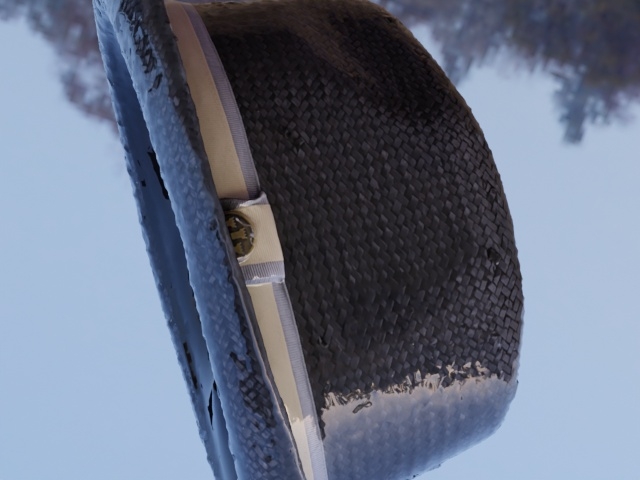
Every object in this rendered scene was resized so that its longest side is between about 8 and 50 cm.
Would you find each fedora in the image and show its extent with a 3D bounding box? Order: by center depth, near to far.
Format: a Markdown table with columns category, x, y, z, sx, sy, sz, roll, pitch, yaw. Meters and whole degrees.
| category | x | y | z | sx | sy | sz | roll | pitch | yaw |
| --- | --- | --- | --- | --- | --- | --- | --- | --- | --- |
| fedora | 0.000 | 0.000 | 0.782 | 0.152 | 0.334 | 0.334 | -14 | -156 | -10 |
